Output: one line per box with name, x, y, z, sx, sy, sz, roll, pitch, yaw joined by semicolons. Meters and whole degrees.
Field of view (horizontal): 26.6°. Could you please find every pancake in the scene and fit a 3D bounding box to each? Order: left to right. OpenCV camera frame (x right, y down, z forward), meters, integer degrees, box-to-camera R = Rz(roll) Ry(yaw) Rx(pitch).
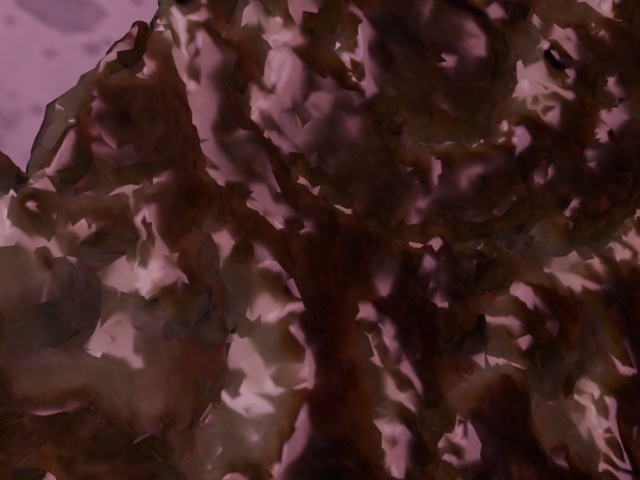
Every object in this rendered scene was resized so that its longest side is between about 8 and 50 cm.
pancake;0.061;-0.021;0.412;0.305;0.067;0.427;47;65;-13

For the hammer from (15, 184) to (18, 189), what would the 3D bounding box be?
hammer;0.001;0.000;0.420;0.426;0.044;0.152;0;87;-32
